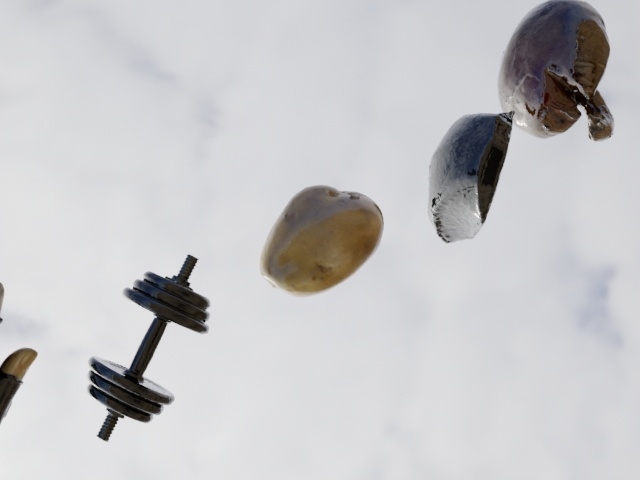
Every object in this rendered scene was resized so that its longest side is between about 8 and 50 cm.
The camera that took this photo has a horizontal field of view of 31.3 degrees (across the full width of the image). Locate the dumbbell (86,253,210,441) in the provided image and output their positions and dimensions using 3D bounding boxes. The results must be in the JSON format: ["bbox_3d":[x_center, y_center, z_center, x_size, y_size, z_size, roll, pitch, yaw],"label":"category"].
[{"bbox_3d":[-0.177,0.110,1.175,0.099,0.099,0.209,31,-96,-44],"label":"dumbbell"}]

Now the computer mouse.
[{"bbox_3d":[0.116,-0.051,0.932,0.172,0.057,0.099,92,-168,-73],"label":"computer mouse"}]

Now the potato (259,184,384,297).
[{"bbox_3d":[0.000,0.000,0.724,0.062,0.068,0.083,39,-101,-30],"label":"potato"}]

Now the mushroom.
[{"bbox_3d":[0.228,-0.156,1.096,0.080,0.171,0.135,1,-46,-33],"label":"mushroom"}]

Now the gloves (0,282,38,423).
[{"bbox_3d":[-0.374,0.123,1.169,0.106,0.129,0.181,36,-110,-67],"label":"gloves"}]
